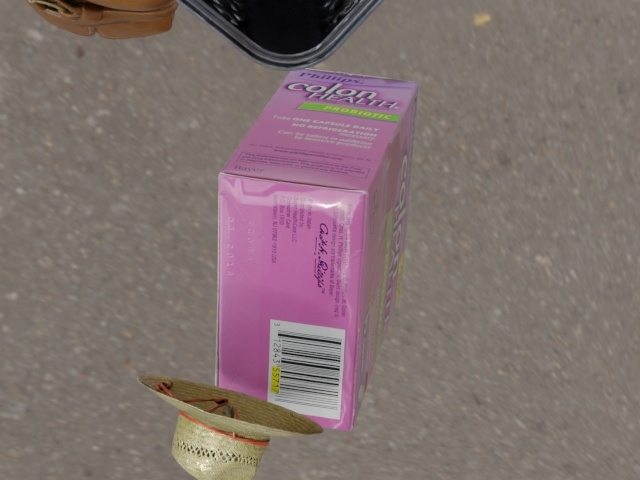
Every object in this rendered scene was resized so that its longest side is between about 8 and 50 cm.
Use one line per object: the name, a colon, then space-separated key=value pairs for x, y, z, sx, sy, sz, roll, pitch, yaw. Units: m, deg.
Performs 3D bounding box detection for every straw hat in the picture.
straw hat: x=-0.075 y=0.148 z=1.098 sx=0.145 sy=0.144 sz=0.061 roll=17 pitch=91 yaw=18

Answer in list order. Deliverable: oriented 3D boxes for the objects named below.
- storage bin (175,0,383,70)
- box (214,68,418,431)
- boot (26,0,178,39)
storage bin: x=-0.037 y=-0.160 z=0.494 sx=0.122 sy=0.180 sz=0.084 roll=-44 pitch=25 yaw=21
box: x=0.000 y=0.000 z=1.235 sx=0.117 sy=0.243 sz=0.213 roll=8 pitch=117 yaw=9
boot: x=-0.172 y=-0.165 z=0.842 sx=0.197 sy=0.152 sz=0.073 roll=18 pitch=80 yaw=0
